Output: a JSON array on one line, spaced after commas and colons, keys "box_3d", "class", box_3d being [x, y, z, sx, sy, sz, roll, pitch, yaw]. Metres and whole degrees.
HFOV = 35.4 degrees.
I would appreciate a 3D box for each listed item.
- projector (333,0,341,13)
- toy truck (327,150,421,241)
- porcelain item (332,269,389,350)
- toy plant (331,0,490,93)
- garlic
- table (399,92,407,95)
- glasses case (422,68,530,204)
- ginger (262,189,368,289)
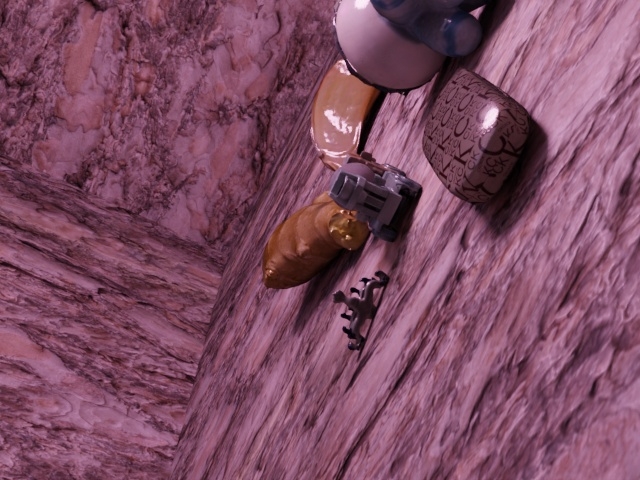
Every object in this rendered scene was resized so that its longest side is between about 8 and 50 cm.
[{"box_3d": [0.149, -0.545, 2.270, 0.177, 0.163, 0.242, -53, -2, 18], "class": "projector"}, {"box_3d": [0.076, -0.087, 1.714, 0.257, 0.140, 0.108, -108, 43, -76], "class": "toy truck"}, {"box_3d": [0.052, 0.100, 1.577, 0.136, 0.075, 0.021, -68, 11, -17], "class": "porcelain item"}, {"box_3d": [0.180, -0.416, 1.751, 0.247, 0.247, 0.332, -68, 12, -18], "class": "toy plant"}, {"box_3d": [0.054, -0.282, 2.354, 0.196, 0.151, 0.339, -5, 62, 65], "class": "garlic"}, {"box_3d": [0.199, -0.415, 2.105, 0.146, 0.062, 0.175, -54, 12, 49], "class": "table"}, {"box_3d": [0.202, -0.146, 1.348, 0.137, 0.085, 0.355, -62, 10, 15], "class": "glasses case"}, {"box_3d": [0.018, -0.009, 2.044, 0.236, 0.166, 0.375, -28, 9, -41], "class": "ginger"}]
